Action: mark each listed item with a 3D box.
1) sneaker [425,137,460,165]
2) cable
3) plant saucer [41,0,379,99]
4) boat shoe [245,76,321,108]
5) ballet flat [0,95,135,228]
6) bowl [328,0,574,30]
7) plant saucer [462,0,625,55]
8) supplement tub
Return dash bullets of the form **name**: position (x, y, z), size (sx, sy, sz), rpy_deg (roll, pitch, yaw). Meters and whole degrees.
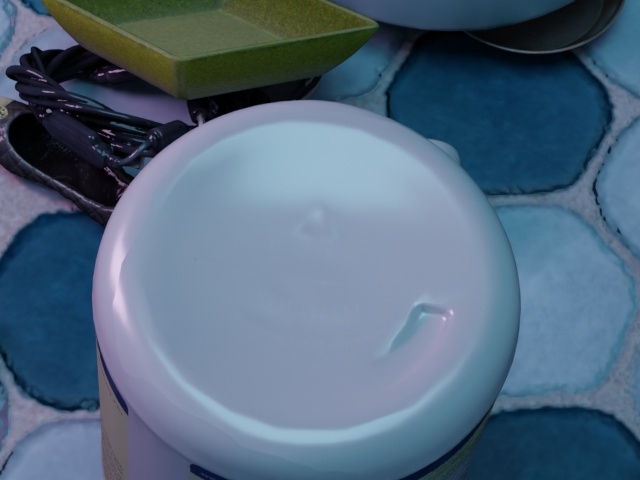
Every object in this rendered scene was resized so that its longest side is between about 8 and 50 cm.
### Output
- **sneaker**: position (0.000, 0.000, 1.314), size (0.217, 0.079, 0.121), rpy_deg (-8, 65, -1)
- **cable**: position (-0.142, -0.111, 1.343), size (0.150, 0.047, 0.184), rpy_deg (-25, 41, -36)
- **plant saucer**: position (-0.085, -0.153, 1.349), size (0.188, 0.045, 0.188), rpy_deg (-15, 31, -37)
- **boat shoe**: position (-0.043, -0.102, 1.383), size (0.046, 0.038, 0.125), rpy_deg (40, 64, 16)
- **ballet flat**: position (-0.185, -0.061, 1.339), size (0.173, 0.049, 0.057), rpy_deg (32, 62, 12)
- **bowl**: position (0.103, -0.329, 1.427), size (0.312, 0.163, 0.311), rpy_deg (-1, 52, 1)
- **plant saucer**: position (0.162, -0.212, 1.472), size (0.168, 0.029, 0.168), rpy_deg (3, 59, -4)
- **supplement tub**: position (-0.018, 0.093, 1.110), size (0.235, 0.325, 0.235), rpy_deg (2, 61, -4)
